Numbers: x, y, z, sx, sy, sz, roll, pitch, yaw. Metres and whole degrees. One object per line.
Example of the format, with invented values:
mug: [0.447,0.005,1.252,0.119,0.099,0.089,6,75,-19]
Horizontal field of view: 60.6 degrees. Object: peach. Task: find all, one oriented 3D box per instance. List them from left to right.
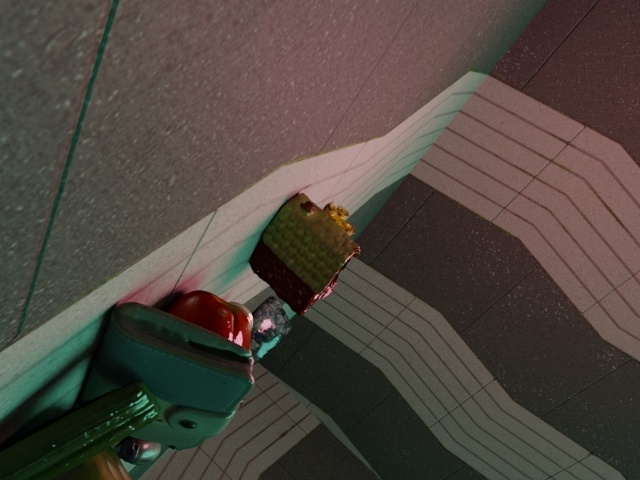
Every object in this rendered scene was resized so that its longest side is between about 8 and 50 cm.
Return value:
peach: [-0.234,0.212,1.018,0.226,0.196,0.190,-60,155,-3]

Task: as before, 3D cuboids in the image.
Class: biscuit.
biscuit: [-0.390,0.307,0.785,0.322,0.038,0.099,-27,131,-22]

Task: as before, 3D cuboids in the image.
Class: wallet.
wallet: [-0.263,0.255,0.922,0.360,0.252,0.083,-55,-164,43]

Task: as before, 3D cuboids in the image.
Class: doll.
doll: [0.000,0.000,1.670,0.143,0.135,0.221,10,135,-43]

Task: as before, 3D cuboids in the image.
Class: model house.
model house: [-0.028,0.024,1.253,0.160,0.196,0.254,-41,169,-34]

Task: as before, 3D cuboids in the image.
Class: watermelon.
watermelon: [-0.244,0.370,2.089,0.318,0.148,0.226,-46,180,-2]

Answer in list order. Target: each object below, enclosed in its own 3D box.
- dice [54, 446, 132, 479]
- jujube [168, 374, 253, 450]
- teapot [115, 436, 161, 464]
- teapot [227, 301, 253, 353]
dice: [-0.431,0.459,0.889,0.238,0.227,0.233,-31,163,-20]
jujube: [-0.325,0.409,1.459,0.317,0.226,0.226,-52,172,15]
teapot: [-0.595,0.655,1.735,0.108,0.149,0.111,24,70,-67]
teapot: [-0.237,0.235,1.299,0.183,0.183,0.251,-50,-175,15]
